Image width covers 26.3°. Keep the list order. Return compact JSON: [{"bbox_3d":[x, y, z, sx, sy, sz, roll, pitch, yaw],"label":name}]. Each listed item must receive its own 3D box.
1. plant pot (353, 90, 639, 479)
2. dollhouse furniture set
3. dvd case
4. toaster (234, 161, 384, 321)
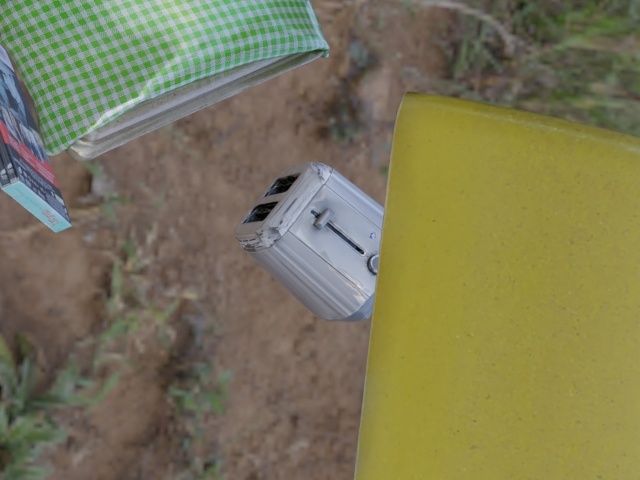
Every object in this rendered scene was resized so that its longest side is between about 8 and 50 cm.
[{"bbox_3d":[0.137,0.071,0.541,0.212,0.187,0.212,22,74,-68],"label":"plant pot"},{"bbox_3d":[-0.028,-0.198,0.643,0.197,0.301,0.151,58,-28,7],"label":"dollhouse furniture set"},{"bbox_3d":[-0.172,-0.069,0.744,0.087,0.013,0.119,62,6,-74],"label":"dvd case"},{"bbox_3d":[0.000,0.000,1.493,0.129,0.146,0.227,-51,-169,-10],"label":"toaster"}]
